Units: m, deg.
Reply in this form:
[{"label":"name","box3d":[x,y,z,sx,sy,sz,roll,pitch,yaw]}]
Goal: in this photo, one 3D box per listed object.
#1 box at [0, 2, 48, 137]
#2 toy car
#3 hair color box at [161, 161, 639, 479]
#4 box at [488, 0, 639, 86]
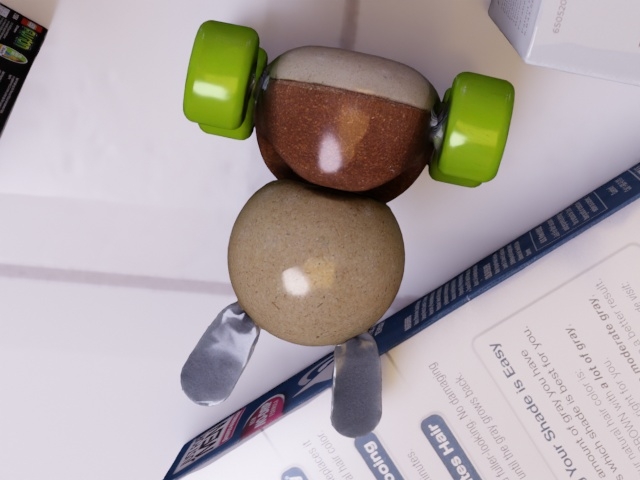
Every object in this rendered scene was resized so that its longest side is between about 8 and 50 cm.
[{"label":"box","box3d":[-0.182,-0.039,0.761,0.036,0.207,0.114,27,107,-13]},{"label":"toy car","box3d":[0.000,0.000,0.797,0.155,0.149,0.188,12,90,1]},{"label":"hair color box","box3d":[0.101,0.108,0.874,0.347,0.105,0.174,-32,95,8]},{"label":"box","box3d":[0.197,-0.169,0.784,0.181,0.119,0.182,10,109,-7]}]
